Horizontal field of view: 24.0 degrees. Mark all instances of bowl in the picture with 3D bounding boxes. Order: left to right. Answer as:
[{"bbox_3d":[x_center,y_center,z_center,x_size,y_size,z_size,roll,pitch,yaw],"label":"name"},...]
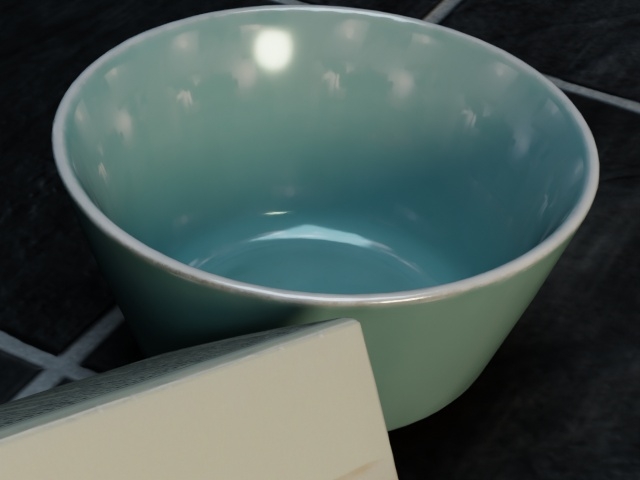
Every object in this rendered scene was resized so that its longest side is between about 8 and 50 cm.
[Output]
[{"bbox_3d":[0.000,0.000,0.900,0.311,0.163,0.311,2,37,-2],"label":"bowl"}]

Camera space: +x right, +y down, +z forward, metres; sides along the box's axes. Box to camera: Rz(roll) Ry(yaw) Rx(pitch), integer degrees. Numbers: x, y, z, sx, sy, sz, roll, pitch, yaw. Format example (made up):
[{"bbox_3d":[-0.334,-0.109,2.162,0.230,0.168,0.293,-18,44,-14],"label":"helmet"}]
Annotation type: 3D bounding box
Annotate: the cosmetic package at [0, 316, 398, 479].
[{"bbox_3d":[-0.112,0.131,0.633,0.153,0.129,0.296,-13,1,42],"label":"cosmetic package"}]
